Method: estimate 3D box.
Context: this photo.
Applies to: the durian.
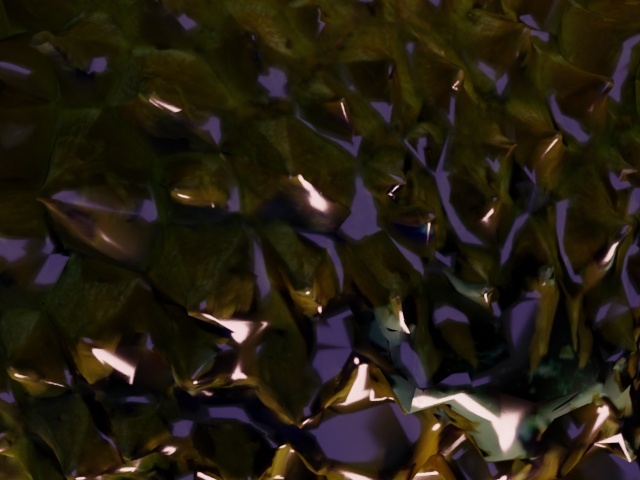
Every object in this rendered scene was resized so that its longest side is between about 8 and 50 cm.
[{"bbox_3d":[0.003,0.000,0.481,0.291,0.224,0.291,-8,111,-22],"label":"durian"}]
